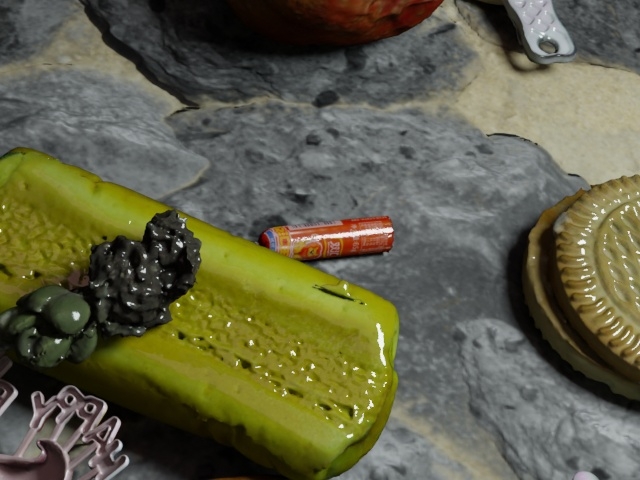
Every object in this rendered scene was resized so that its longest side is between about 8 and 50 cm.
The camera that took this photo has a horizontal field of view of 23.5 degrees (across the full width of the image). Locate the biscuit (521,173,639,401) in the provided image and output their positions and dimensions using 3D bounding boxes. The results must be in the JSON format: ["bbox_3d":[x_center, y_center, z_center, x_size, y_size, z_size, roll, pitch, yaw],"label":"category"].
[{"bbox_3d":[0.309,0.042,1.378,0.259,0.079,0.259,7,51,-9],"label":"biscuit"}]

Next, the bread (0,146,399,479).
[{"bbox_3d":[-0.121,0.062,1.220,0.384,0.112,0.166,22,70,5],"label":"bread"}]

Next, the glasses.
[{"bbox_3d":[-0.260,0.133,1.094,0.255,0.095,0.162,25,64,28],"label":"glasses"}]

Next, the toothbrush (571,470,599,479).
[{"bbox_3d":[0.245,0.326,1.158,0.030,0.025,0.342,-2,52,-13],"label":"toothbrush"}]

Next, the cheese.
[{"bbox_3d":[0.200,-0.294,1.633,0.163,0.082,0.286,-4,53,-16],"label":"cheese"}]

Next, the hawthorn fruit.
[{"bbox_3d":[0.016,-0.303,1.493,0.262,0.258,0.258,26,44,-26],"label":"hawthorn fruit"}]

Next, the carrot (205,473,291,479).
[{"bbox_3d":[-0.110,0.202,1.153,0.210,0.061,0.061,-4,52,-22],"label":"carrot"}]

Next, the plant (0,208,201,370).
[{"bbox_3d":[-0.159,0.041,1.128,0.174,0.087,0.085,-32,45,-18],"label":"plant"}]

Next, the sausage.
[{"bbox_3d":[0.000,0.000,1.362,0.130,0.034,0.034,-6,52,-20],"label":"sausage"}]
